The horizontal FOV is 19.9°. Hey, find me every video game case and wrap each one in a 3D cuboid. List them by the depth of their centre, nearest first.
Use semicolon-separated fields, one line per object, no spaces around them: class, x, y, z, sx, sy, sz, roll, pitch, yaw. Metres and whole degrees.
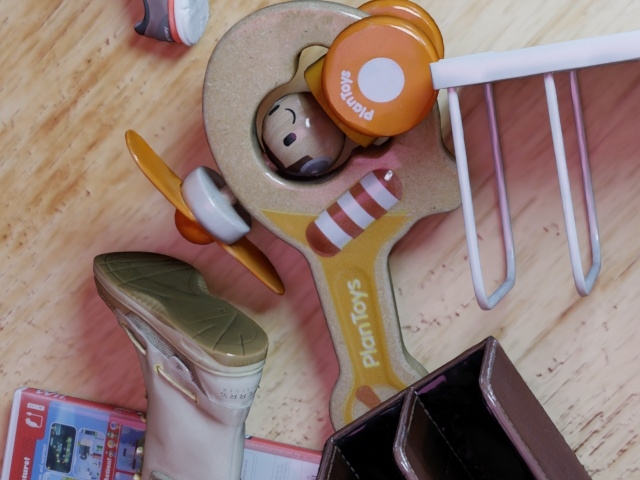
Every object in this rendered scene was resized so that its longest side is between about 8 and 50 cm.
video game case;-0.122;0.243;1.447;0.285;0.025;0.204;11;97;12

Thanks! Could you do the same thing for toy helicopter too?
toy helicopter;0.000;0.000;1.353;0.235;0.140;0.355;-12;104;7

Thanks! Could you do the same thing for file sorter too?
file sorter;0.238;-0.061;1.258;0.278;0.193;0.173;-8;94;14

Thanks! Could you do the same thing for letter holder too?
letter holder;0.137;0.252;1.263;0.152;0.214;0.302;-33;97;13

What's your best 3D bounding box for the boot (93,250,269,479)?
boot;-0.116;0.110;1.384;0.213;0.077;0.165;35;126;49

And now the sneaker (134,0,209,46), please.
sneaker;-0.124;-0.228;1.400;0.065;0.061;0.157;2;94;20
